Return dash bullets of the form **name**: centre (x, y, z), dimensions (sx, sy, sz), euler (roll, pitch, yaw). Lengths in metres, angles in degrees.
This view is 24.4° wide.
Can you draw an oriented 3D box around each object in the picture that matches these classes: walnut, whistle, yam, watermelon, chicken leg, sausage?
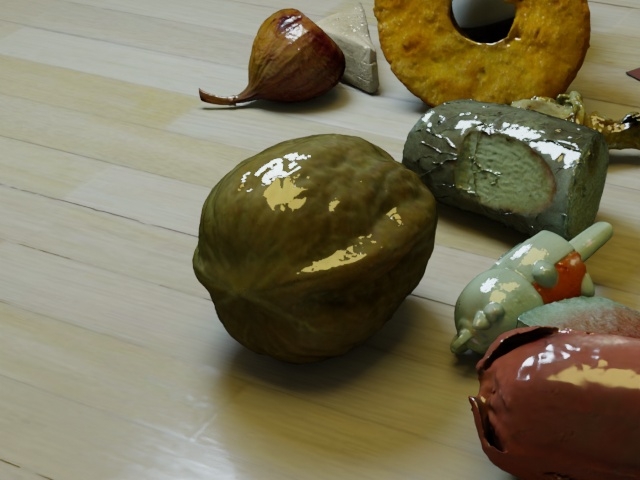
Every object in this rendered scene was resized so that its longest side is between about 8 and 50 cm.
- **walnut**: centre (0.000, 0.000, 1.570), dimensions (0.283, 0.227, 0.283), euler (-11, 21, 4)
- **whistle**: centre (0.225, 0.051, 1.576), dimensions (0.253, 0.106, 0.101), euler (-35, 19, -33)
- **yam**: centre (0.235, -0.086, 1.770), dimensions (0.154, 0.154, 0.254), euler (-28, 34, -34)
- **watermelon**: centre (0.323, 0.135, 1.457), dimensions (0.241, 0.094, 0.154), euler (22, 30, 36)
- **chicken leg**: centre (0.334, -0.144, 1.906), dimensions (0.227, 0.088, 0.103), euler (-5, 17, 6)
- **sausage**: centre (0.272, 0.159, 1.339), dimensions (0.279, 0.152, 0.152), euler (7, 33, 20)

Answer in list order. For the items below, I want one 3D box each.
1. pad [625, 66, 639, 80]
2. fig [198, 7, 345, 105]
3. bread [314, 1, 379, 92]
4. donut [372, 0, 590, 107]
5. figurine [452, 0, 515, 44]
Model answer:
- **pad**: centre (0.615, -0.247, 2.118), dimensions (0.299, 0.005, 0.202), euler (-19, 34, -23)
- **fig**: centre (-0.068, -0.236, 2.109), dimensions (0.201, 0.134, 0.146), euler (-39, 12, -6)
- **bread**: centre (0.065, -0.283, 2.182), dimensions (0.105, 0.077, 0.152), euler (-25, 38, -29)
- **donut**: centre (0.229, -0.310, 2.030), dimensions (0.303, 0.303, 0.110), euler (7, 18, 18)
- **figurine**: centre (0.234, -0.370, 2.225), dimensions (0.281, 0.167, 0.370), euler (-28, 31, -19)
